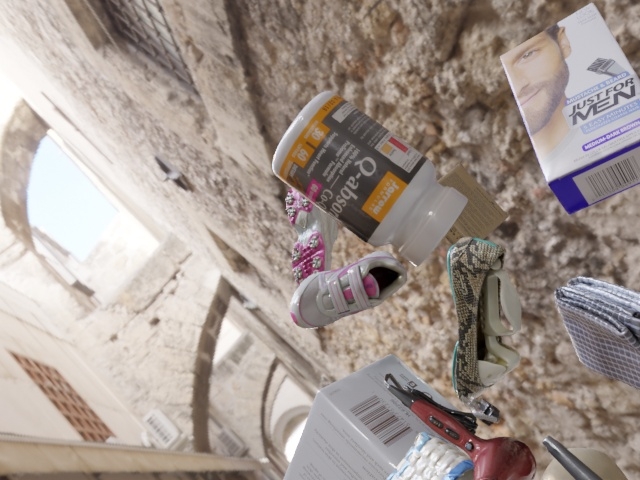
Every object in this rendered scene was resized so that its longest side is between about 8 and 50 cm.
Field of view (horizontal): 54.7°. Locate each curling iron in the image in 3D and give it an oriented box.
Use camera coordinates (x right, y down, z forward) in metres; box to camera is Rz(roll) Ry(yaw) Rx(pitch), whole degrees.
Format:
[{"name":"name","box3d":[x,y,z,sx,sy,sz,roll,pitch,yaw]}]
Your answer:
[{"name":"curling iron","box3d":[0.385,0.359,0.774,0.035,0.274,0.068,-28,-29,-31]}]

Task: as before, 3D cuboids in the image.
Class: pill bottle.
[{"name":"pill bottle","box3d":[0.077,-0.092,0.961,0.162,0.278,0.162,-53,-5,-7]}]

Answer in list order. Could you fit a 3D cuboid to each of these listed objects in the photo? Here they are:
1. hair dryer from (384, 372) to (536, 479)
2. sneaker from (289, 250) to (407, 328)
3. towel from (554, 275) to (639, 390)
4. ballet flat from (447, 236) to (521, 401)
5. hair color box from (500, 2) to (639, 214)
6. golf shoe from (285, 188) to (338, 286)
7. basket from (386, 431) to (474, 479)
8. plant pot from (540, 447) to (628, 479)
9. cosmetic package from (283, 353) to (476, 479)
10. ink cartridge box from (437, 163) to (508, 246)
[{"name":"hair dryer","box3d":[0.213,0.308,0.931,0.293,0.223,0.080,-131,58,-75]},{"name":"sneaker","box3d":[0.058,0.090,1.183,0.252,0.103,0.111,-28,5,-16]},{"name":"towel","box3d":[0.713,0.232,1.502,0.121,0.235,0.283,-31,19,-10]},{"name":"ballet flat","box3d":[0.427,0.229,1.587,0.164,0.182,0.484,-22,-66,-41]},{"name":"hair color box","box3d":[0.444,-0.231,1.055,0.185,0.339,0.110,-27,-46,26]},{"name":"golf shoe","box3d":[0.000,0.000,1.545,0.115,0.307,0.140,-21,-24,39]},{"name":"basket","box3d":[0.264,0.530,1.185,0.201,0.289,0.255,37,-87,-35]},{"name":"plant pot","box3d":[0.741,0.693,1.725,0.284,0.283,0.191,104,177,-57]},{"name":"cosmetic package","box3d":[0.152,0.598,1.711,0.327,0.329,0.394,-15,-46,-45]},{"name":"ink cartridge box","box3d":[0.449,-0.099,1.975,0.193,0.235,0.088,-35,-11,-28]}]
